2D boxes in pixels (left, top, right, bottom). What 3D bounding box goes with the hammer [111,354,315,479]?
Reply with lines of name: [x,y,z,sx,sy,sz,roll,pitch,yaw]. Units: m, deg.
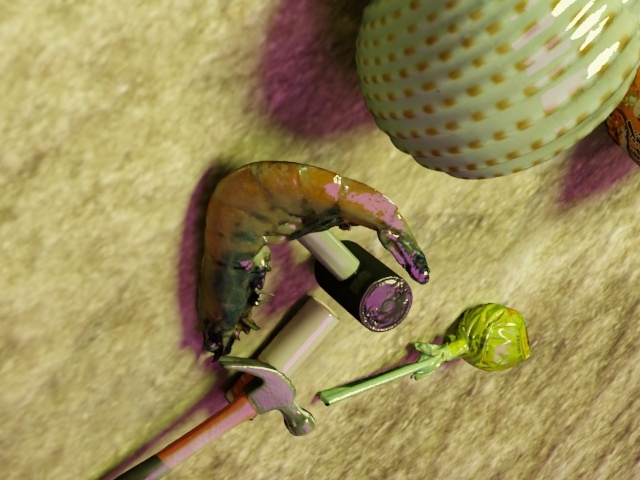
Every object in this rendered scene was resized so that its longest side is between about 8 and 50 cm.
hammer: [-0.149,0.209,1.470,0.288,0.033,0.111,-35,113,-7]

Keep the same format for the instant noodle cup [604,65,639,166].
instant noodle cup: [0.378,-0.129,1.638,0.208,0.125,0.177,-40,148,-10]

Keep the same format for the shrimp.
shrimp: [-0.011,0.039,1.365,0.051,0.198,0.262,-78,-177,-47]

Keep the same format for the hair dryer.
hair dryer: [0.000,0.000,1.412,0.057,0.100,0.197,-46,129,-5]

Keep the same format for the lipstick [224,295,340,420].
lipstick: [-0.037,0.113,1.516,0.130,0.038,0.038,-48,147,5]

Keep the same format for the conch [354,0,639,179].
conch: [0.167,-0.204,1.250,0.303,0.215,0.319,-43,150,-25]

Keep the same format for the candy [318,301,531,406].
candy: [0.112,0.130,1.696,0.262,0.073,0.077,-17,120,-27]
